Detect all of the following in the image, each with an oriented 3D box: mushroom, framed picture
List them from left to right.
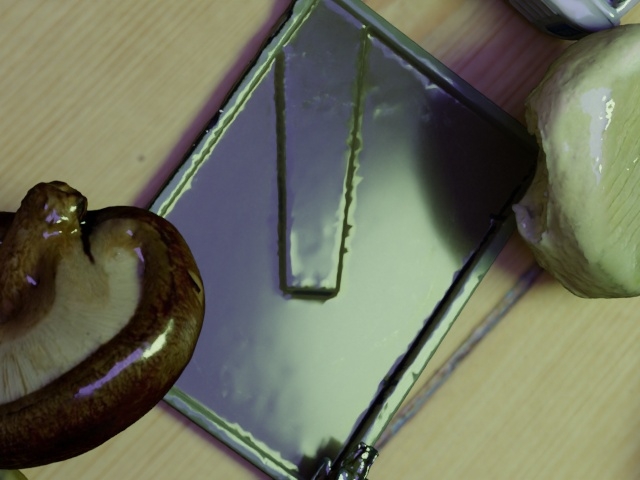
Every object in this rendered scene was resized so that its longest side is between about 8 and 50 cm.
[{"bbox_3d":[-0.188,0.065,1.276,0.231,0.138,0.194,5,75,18],"label":"mushroom"},{"bbox_3d":[0.000,0.000,1.412,0.247,0.022,0.335,36,77,-12],"label":"framed picture"}]

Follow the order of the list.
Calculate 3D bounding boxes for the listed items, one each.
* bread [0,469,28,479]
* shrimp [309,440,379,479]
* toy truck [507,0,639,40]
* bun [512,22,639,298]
[{"bbox_3d":[-0.221,0.236,1.299,0.225,0.081,0.134,44,61,-10],"label":"bread"},{"bbox_3d":[0.015,0.259,1.386,0.150,0.051,0.217,25,92,-19],"label":"shrimp"},{"bbox_3d":[0.139,-0.260,1.418,0.268,0.124,0.155,42,84,-8],"label":"toy truck"},{"bbox_3d":[0.219,-0.061,1.415,0.237,0.116,0.210,32,77,-47],"label":"bun"}]
